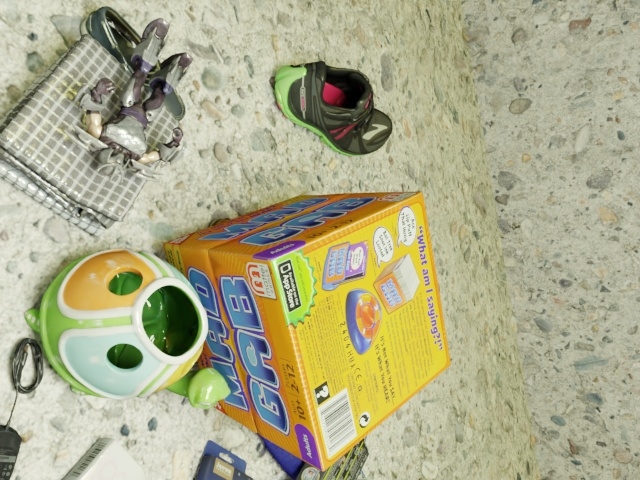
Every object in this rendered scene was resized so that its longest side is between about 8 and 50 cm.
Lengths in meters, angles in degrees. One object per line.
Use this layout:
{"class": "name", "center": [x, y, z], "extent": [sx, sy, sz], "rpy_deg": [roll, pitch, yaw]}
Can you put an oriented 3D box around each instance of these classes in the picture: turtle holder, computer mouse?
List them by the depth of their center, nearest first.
{"class": "computer mouse", "center": [-0.478, 0.267, 0.769], "extent": [0.071, 0.041, 0.242], "rpy_deg": [44, 44, -50]}
{"class": "turtle holder", "center": [-0.302, 0.168, 0.852], "extent": [0.243, 0.227, 0.321], "rpy_deg": [-22, 100, -52]}

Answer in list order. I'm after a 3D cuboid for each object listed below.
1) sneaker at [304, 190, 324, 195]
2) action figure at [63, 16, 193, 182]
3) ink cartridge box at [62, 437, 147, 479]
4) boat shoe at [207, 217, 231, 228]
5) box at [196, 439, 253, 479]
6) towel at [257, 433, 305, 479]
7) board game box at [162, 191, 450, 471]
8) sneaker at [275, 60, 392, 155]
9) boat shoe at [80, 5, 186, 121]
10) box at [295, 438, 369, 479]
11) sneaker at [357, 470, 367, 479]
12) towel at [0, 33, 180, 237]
{"class": "sneaker", "center": [0.001, 0.000, 1.387], "extent": [0.151, 0.094, 0.256], "rpy_deg": [-46, 118, -42]}
{"class": "action figure", "center": [-0.303, -0.220, 0.847], "extent": [0.185, 0.099, 0.285], "rpy_deg": [39, 56, -45]}
{"class": "ink cartridge box", "center": [-0.358, 0.484, 0.862], "extent": [0.232, 0.066, 0.189], "rpy_deg": [58, 43, -21]}
{"class": "boat shoe", "center": [-0.136, 0.060, 1.188], "extent": [0.307, 0.104, 0.111], "rpy_deg": [53, 46, -32]}
{"class": "box", "center": [-0.203, 0.533, 1.028], "extent": [0.136, 0.036, 0.225], "rpy_deg": [48, 34, -34]}
{"class": "towel", "center": [-0.077, 0.397, 1.234], "extent": [0.228, 0.076, 0.308], "rpy_deg": [-50, 122, -36]}
{"class": "board game box", "center": [-0.020, 0.125, 0.979], "extent": [0.356, 0.356, 0.357], "rpy_deg": [-24, 108, -38]}
{"class": "sneaker", "center": [0.082, -0.371, 1.473], "extent": [0.482, 0.202, 0.185], "rpy_deg": [9, 76, -51]}
{"class": "boat shoe", "center": [-0.350, -0.340, 1.010], "extent": [0.254, 0.079, 0.095], "rpy_deg": [55, 45, -30]}
{"class": "box", "center": [0.022, 0.582, 1.254], "extent": [0.270, 0.060, 0.216], "rpy_deg": [-54, 142, -35]}
{"class": "sneaker", "center": [0.081, 0.668, 1.404], "extent": [0.135, 0.052, 0.058], "rpy_deg": [-3, 75, -60]}
{"class": "towel", "center": [-0.396, -0.181, 0.888], "extent": [0.235, 0.121, 0.284], "rpy_deg": [45, 51, -37]}
